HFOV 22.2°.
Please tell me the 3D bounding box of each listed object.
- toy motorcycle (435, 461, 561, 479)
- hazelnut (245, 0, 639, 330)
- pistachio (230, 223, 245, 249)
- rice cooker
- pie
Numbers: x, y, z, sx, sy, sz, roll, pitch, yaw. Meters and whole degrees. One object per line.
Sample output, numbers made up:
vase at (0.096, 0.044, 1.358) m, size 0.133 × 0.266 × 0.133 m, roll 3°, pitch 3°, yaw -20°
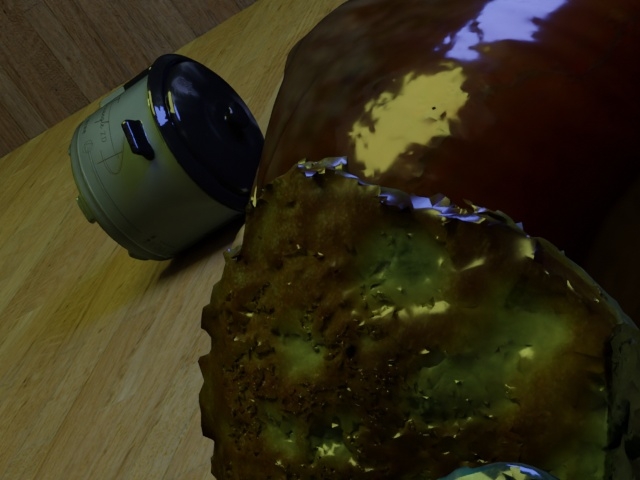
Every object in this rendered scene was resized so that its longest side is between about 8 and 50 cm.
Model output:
toy motorcycle at (0.058, 0.247, 0.860) m, size 0.260 × 0.206 × 0.154 m, roll -34°, pitch -25°, yaw 14°
hazelnut at (0.133, -0.037, 1.209) m, size 0.409 × 0.359 × 0.359 m, roll -35°, pitch 15°, yaw -32°
pistachio at (0.000, 0.000, 1.740) m, size 0.200 × 0.117 × 0.145 m, roll -29°, pitch 56°, yaw -1°
rice cooker at (-0.190, -0.113, 2.169) m, size 0.227 × 0.241 × 0.280 m, roll -31°, pitch -19°, yaw 26°
pie at (0.055, 0.124, 0.988) m, size 0.288 × 0.354 × 0.103 m, roll 1°, pitch 8°, yaw 31°
